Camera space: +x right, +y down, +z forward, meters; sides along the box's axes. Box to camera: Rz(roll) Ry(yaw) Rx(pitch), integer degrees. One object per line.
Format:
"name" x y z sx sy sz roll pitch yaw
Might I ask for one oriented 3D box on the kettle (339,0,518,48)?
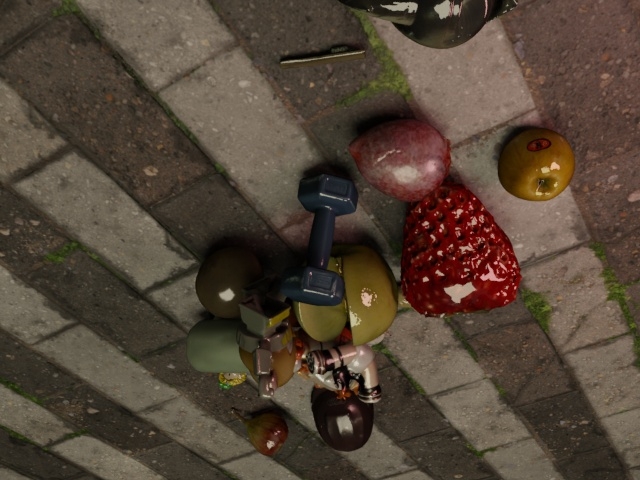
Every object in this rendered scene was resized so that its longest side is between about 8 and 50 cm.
"kettle" 0.161 -0.463 1.083 0.320 0.324 0.228 3 134 -4

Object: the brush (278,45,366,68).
"brush" 0.003 -0.400 1.349 0.190 0.028 0.034 -5 170 11

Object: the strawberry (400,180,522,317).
"strawberry" 0.339 0.022 1.607 0.317 0.295 0.345 5 126 46

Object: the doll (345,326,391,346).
"doll" 0.134 0.299 1.967 0.110 0.107 0.181 22 132 -19

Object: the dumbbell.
"dumbbell" 0.000 0.000 1.530 0.156 0.316 0.143 -7 157 44

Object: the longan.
"longan" -0.251 0.121 1.736 0.196 0.197 0.220 9 144 -9

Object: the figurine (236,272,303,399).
"figurine" -0.134 0.259 1.626 0.167 0.342 0.285 9 116 19

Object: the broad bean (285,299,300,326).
"broad bean" -0.060 0.217 1.902 0.114 0.084 0.165 39 127 -24

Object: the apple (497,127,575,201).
"apple" 0.514 -0.176 1.481 0.182 0.155 0.182 -2 135 -2

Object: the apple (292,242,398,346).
"apple" 0.066 0.145 1.694 0.291 0.292 0.254 -7 109 6

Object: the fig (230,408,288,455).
"fig" -0.222 0.702 2.359 0.143 0.231 0.160 -27 150 -37

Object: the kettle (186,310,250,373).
"kettle" -0.265 0.290 1.875 0.255 0.240 0.165 -8 170 40

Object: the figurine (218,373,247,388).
"figurine" -0.279 0.444 2.118 0.115 0.095 0.156 6 118 -35

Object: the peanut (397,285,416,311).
"peanut" 0.284 0.176 1.873 0.187 0.082 0.082 18 131 -16

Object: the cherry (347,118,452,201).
"cherry" 0.182 -0.190 1.456 0.249 0.175 0.192 14 144 -11

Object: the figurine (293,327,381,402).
"figurine" 0.034 0.345 1.835 0.320 0.323 0.196 36 80 -24

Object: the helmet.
"helmet" 0.079 0.647 2.256 0.224 0.177 0.305 -12 134 13
